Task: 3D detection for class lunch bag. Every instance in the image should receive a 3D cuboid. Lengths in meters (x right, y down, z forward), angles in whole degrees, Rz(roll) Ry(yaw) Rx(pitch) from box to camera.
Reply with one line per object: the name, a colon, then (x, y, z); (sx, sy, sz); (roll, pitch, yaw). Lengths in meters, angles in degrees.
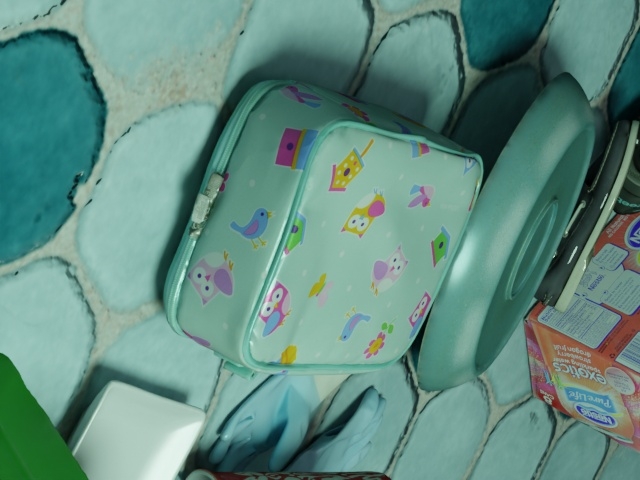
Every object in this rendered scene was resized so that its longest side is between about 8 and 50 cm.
lunch bag: (0.000, 0.000, 1.462); (0.279, 0.108, 0.224); (8, 108, -57)

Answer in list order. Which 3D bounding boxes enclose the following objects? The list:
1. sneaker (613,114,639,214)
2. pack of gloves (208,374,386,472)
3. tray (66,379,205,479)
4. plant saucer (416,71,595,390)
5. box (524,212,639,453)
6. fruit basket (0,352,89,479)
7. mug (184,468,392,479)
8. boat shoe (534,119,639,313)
sneaker: (0.381, -0.132, 1.956); (0.267, 0.101, 0.106); (-46, 165, -23)
pack of gloves: (-0.006, 0.182, 1.654); (0.232, 0.046, 0.195); (-41, 142, -30)
tray: (-0.193, 0.233, 1.433); (0.270, 0.030, 0.145); (-62, 148, 0)
plant saucer: (0.177, 0.001, 1.700); (0.317, 0.043, 0.317); (-56, 163, -27)
box: (0.366, 0.061, 2.005); (0.300, 0.154, 0.142); (-46, 146, -27)
fruit basket: (-0.217, 0.268, 1.190); (0.392, 0.283, 0.392); (-19, 132, -22)
mug: (-0.031, 0.239, 1.567); (0.169, 0.150, 0.113); (0, 96, -28)
boat shoe: (0.253, -0.031, 1.843); (0.075, 0.065, 0.206); (-37, 150, -72)
